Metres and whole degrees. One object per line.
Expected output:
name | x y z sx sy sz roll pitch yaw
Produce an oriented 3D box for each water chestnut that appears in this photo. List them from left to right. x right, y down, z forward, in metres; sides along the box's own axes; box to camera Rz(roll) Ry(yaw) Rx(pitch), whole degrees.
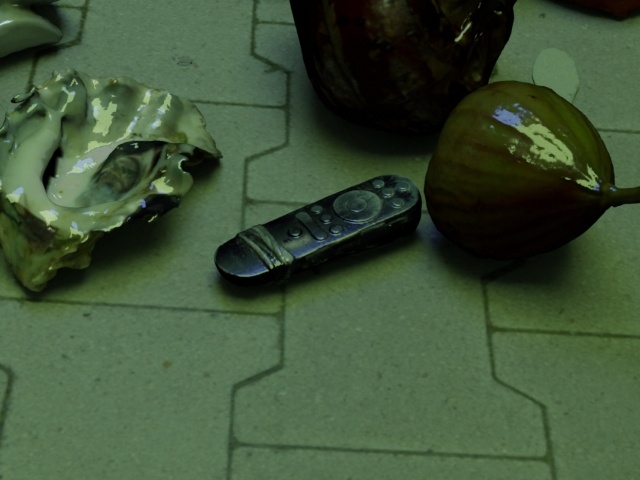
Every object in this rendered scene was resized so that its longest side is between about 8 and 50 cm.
water chestnut | 0.129 -0.305 1.746 0.347 0.335 0.335 -9 37 30

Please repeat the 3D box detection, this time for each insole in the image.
insole | 0.320 -0.202 1.886 0.065 0.004 0.197 9 45 2

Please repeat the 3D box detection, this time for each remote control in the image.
remote control | 0.000 0.000 1.613 0.266 0.066 0.090 -22 38 -21

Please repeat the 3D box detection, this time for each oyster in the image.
oyster | -0.263 -0.081 1.622 0.238 0.114 0.351 22 51 3

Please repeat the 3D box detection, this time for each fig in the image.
fig | 0.264 -0.072 1.549 0.217 0.217 0.321 -23 18 -27

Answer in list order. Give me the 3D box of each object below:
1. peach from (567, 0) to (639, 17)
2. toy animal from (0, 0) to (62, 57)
peach | 0.391 -0.476 2.063 0.281 0.281 0.338 -37 94 -35
toy animal | -0.470 -0.338 1.773 0.265 0.271 0.206 -34 31 -19
